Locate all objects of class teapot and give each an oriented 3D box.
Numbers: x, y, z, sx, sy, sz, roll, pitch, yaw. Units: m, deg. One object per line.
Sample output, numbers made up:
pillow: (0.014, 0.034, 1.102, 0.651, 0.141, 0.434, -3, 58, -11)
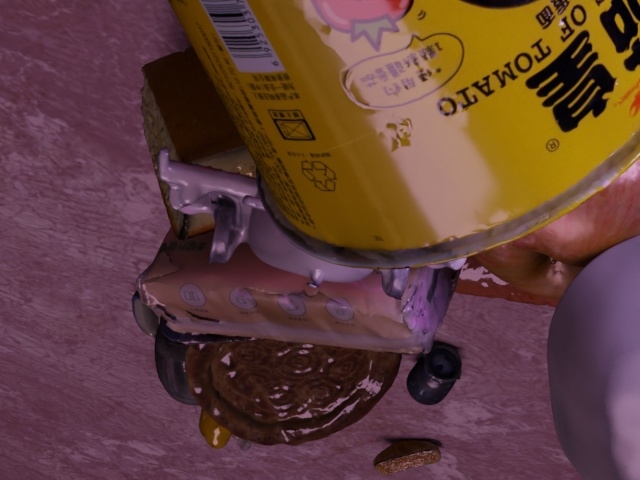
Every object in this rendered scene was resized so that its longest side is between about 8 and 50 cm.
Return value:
teapot: (0.125, 0.144, 1.780, 0.049, 0.064, 0.083, -11, 156, -19)
teapot: (-0.144, 0.104, 1.809, 0.111, 0.149, 0.108, -22, 136, -8)

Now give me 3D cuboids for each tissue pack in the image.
tissue pack: (0.000, 0.000, 1.381, 0.256, 0.215, 0.123, 4, 141, 24)

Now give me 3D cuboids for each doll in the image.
doll: (-0.095, 0.238, 2.051, 0.113, 0.071, 0.135, 26, 147, -36)

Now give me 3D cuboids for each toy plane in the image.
toy plane: (0.002, -0.023, 1.170, 0.252, 0.118, 0.252, 12, 177, 1)

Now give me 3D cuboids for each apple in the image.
apple: (0.198, -0.048, 1.244, 0.209, 0.164, 0.209, 9, 159, 4)

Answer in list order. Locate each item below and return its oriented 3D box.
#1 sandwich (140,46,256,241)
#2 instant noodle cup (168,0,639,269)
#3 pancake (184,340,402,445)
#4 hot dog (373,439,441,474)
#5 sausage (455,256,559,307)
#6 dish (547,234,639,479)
sandwich: (-0.026, -0.103, 1.306, 0.235, 0.128, 0.122, -17, 153, -9)
instant noodle cup: (0.042, -0.183, 0.936, 0.325, 0.326, 0.254, -6, 136, 36)
pancake: (-0.026, 0.137, 1.743, 0.250, 0.031, 0.250, -6, 134, -6)
hot dog: (0.111, 0.272, 2.034, 0.090, 0.034, 0.030, -18, 130, 19)
sausage: (0.189, 0.015, 1.451, 0.289, 0.086, 0.086, 9, 152, 15)
dish: (0.294, 0.113, 1.166, 0.256, 0.117, 0.256, -4, 117, -7)
